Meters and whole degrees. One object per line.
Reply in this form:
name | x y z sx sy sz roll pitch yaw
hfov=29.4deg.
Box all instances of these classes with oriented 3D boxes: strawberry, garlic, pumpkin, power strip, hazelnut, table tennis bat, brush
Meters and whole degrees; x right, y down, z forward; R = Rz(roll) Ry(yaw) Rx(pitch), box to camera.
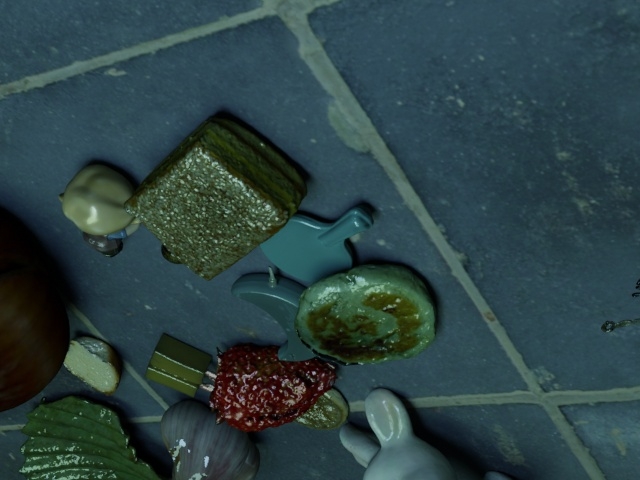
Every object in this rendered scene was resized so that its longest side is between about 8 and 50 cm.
strawberry | -0.084 0.272 2.112 0.228 0.098 0.174 4 121 20
garlic | -0.253 0.427 2.345 0.207 0.256 0.207 53 177 4
pumpkin | -0.235 0.015 1.975 0.050 0.028 0.083 26 139 1
power strip | -0.057 0.117 1.986 0.137 0.044 0.216 -3 135 30
hazelnut | -0.611 0.129 2.081 0.359 0.359 0.409 9 149 19
table tennis bat | 0.000 0.000 1.826 0.149 0.038 0.237 38 145 -16
brush | -0.200 0.256 2.229 0.233 0.047 0.103 24 143 -2

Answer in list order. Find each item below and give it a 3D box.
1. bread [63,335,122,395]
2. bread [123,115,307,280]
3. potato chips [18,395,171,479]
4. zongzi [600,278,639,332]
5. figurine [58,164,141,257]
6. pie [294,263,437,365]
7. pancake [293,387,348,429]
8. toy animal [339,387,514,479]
bread | -0.430 0.232 2.328 0.126 0.044 0.129 33 145 0
bread | -0.150 -0.063 1.773 0.184 0.111 0.234 40 138 -16
potato chips | -0.470 0.476 2.595 0.389 0.097 0.373 -17 125 39
zongzi | 0.605 0.139 1.581 0.418 0.181 0.447 -13 128 19
figurine | -0.338 -0.038 1.922 0.114 0.108 0.196 42 162 17
pie | 0.073 0.121 1.892 0.240 0.054 0.240 1 140 1
pancake | -0.022 0.292 2.193 0.151 0.025 0.152 14 142 11
toy animal | 0.189 0.429 2.114 0.367 0.241 0.196 39 135 4
